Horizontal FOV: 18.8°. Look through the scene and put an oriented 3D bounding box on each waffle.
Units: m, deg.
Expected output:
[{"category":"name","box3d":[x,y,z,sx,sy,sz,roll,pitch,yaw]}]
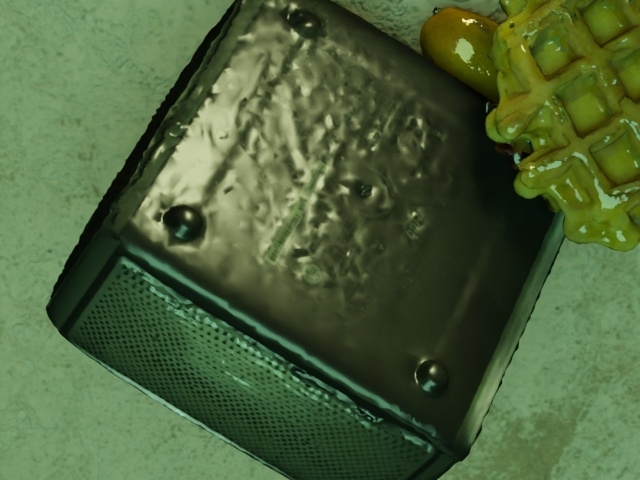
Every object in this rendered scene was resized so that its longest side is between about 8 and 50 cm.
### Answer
[{"category":"waffle","box3d":[0.343,-0.171,1.859,0.379,0.095,0.382,10,80,-5]}]

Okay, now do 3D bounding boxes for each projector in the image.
[{"category":"projector","box3d":[0.000,0.000,1.881,0.405,0.395,0.242,33,145,-6]}]

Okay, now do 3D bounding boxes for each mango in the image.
[{"category":"mango","box3d":[0.175,-0.166,1.981,0.098,0.075,0.190,-30,111,35]}]
